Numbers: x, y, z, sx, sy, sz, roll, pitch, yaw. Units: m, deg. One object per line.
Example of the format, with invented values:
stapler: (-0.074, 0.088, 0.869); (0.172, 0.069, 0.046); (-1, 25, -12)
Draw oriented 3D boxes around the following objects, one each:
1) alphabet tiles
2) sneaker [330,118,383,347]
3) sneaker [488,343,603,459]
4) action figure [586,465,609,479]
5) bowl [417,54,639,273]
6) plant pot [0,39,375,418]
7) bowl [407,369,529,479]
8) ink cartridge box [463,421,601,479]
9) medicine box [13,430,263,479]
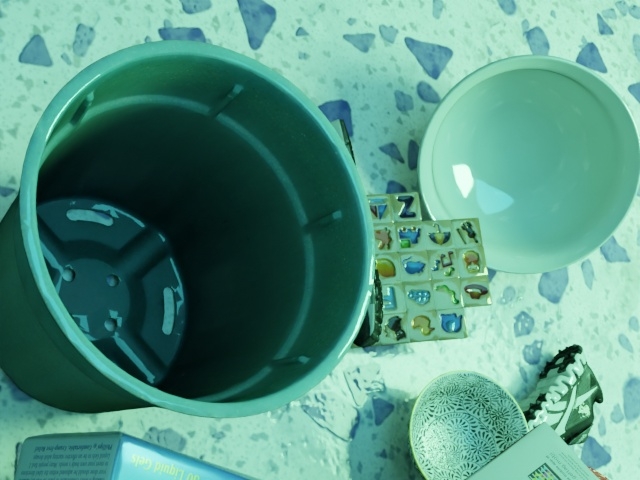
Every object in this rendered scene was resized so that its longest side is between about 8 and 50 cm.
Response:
alphabet tiles: (0.102, 0.035, 1.428); (0.237, 0.009, 0.198); (-4, 76, -14)
sneaker: (0.000, 0.000, 1.372); (0.124, 0.107, 0.283); (-13, 78, 5)
sneaker: (0.314, 0.247, 1.497); (0.106, 0.078, 0.234); (52, 54, -5)
action figure: (0.334, 0.451, 1.438); (0.139, 0.091, 0.280); (37, 58, -19)
bowl: (0.275, -0.114, 1.514); (0.298, 0.298, 0.134); (45, 13, -13)
plant pot: (-0.176, 0.027, 1.103); (0.341, 0.334, 0.341); (10, 70, -29)
bowl: (0.171, 0.255, 1.397); (0.170, 0.080, 0.170); (8, 67, -20)
ink cartridge box: (0.142, 0.378, 1.196); (0.271, 0.309, 0.130); (-26, 62, -36)
medicine box: (-0.173, 0.358, 1.068); (0.263, 0.149, 0.289); (31, 58, -43)
